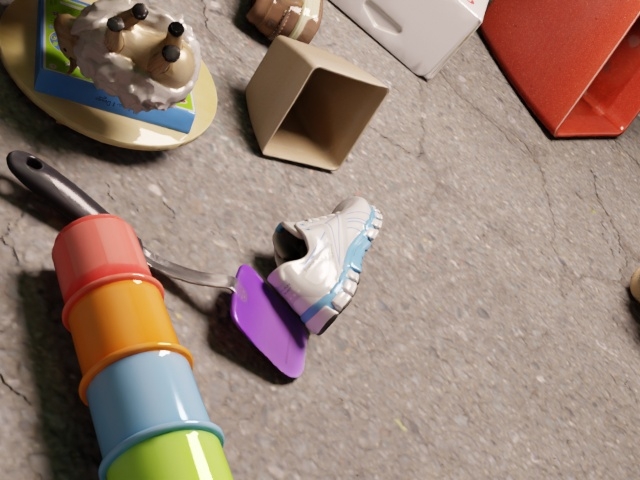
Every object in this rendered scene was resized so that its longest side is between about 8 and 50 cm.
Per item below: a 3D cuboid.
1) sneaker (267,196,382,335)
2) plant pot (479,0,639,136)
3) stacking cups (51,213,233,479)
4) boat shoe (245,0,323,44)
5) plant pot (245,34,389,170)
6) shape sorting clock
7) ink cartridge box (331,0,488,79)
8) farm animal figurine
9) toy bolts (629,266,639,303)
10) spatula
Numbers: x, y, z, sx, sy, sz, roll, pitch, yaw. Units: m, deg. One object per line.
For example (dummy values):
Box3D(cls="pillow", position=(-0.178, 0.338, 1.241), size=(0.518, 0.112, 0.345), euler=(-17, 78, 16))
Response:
Box3D(cls="sneaker", position=(0.000, 0.000, 0.981), size=(0.083, 0.071, 0.191), euler=(39, 30, -10))
Box3D(cls="plant pot", position=(0.415, -0.340, 1.694), size=(0.236, 0.267, 0.267), euler=(46, 30, 25))
Box3D(cls="stacking cups", position=(-0.116, 0.123, 0.714), size=(0.096, 0.096, 0.316), euler=(11, 39, -41))
Box3D(cls="boat shoe", position=(-0.052, -0.336, 1.295), size=(0.095, 0.095, 0.257), euler=(21, 39, -24))
Box3D(cls="plant pot", position=(-0.015, -0.151, 1.119), size=(0.109, 0.109, 0.096), euler=(10, 33, -42))
Box3D(cls="shape sorting clock", position=(-0.190, -0.156, 0.976), size=(0.206, 0.040, 0.206), euler=(22, 36, -17))
Box3D(cls="ink cartridge box", position=(0.133, -0.382, 1.527), size=(0.211, 0.121, 0.289), euler=(38, 33, -10))
Box3D(cls="farm animal figurine", position=(-0.233, -0.293, 0.900), size=(0.326, 0.172, 0.330), euler=(18, 74, -19))
Box3D(cls="toy bolts", position=(0.467, 0.119, 1.368), size=(0.218, 0.158, 0.229), euler=(-29, 85, -16))
Box3D(cls="spatula", position=(-0.123, 0.016, 0.864), size=(0.296, 0.030, 0.084), euler=(33, 31, -18))
